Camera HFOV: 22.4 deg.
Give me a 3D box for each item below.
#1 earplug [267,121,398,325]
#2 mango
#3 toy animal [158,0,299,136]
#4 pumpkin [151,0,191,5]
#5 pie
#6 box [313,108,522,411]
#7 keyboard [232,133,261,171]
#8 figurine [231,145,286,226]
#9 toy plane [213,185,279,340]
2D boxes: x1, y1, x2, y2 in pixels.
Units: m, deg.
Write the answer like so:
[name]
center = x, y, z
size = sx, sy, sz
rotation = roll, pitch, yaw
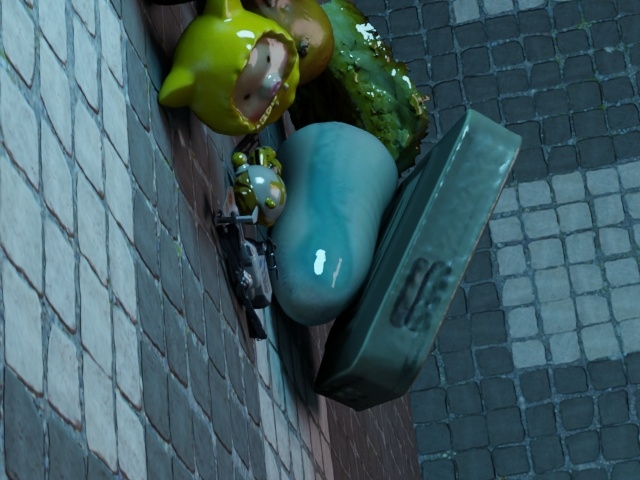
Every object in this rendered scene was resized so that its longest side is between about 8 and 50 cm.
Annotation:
[earplug]
center = 0.000, 0.000, 2.211
size = 0.324, 0.185, 0.185
rotation = -77, 157, -53
[mango]
center = -0.067, -0.273, 2.111
size = 0.136, 0.166, 0.236
rotation = -60, -155, 10
[toy animal]
center = -0.095, -0.190, 1.789
size = 0.230, 0.156, 0.156
rotation = 32, 48, -79
[pumpkin]
center = -0.120, -0.412, 1.724
size = 0.293, 0.197, 0.263
rotation = 69, 15, -44
[pie]
center = 0.028, -0.208, 2.418
size = 0.354, 0.103, 0.288
rotation = -12, -79, 63
[box]
center = 0.125, 0.038, 2.256
size = 0.396, 0.111, 0.396
rotation = -64, -176, -14
[keyboard]
center = -0.094, -0.102, 2.161
size = 0.202, 0.011, 0.067
rotation = -67, 145, -77
[figurine]
center = -0.072, -0.068, 2.041
size = 0.143, 0.068, 0.101
rotation = -27, 99, -74
[toy plane]
center = -0.087, 0.018, 1.898
size = 0.078, 0.053, 0.197
rotation = -75, 159, -53
